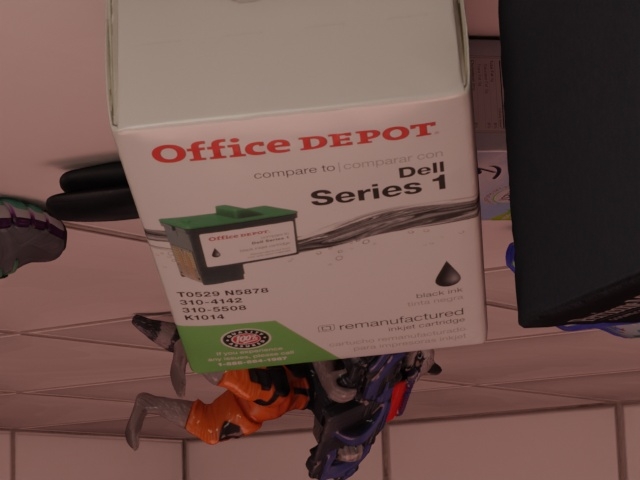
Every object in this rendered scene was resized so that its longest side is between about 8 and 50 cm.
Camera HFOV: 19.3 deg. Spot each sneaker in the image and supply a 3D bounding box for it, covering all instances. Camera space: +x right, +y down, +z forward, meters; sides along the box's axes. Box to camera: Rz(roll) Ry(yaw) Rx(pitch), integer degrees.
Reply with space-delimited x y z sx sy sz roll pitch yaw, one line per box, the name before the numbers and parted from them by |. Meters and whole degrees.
sneaker | -0.270 0.017 1.358 0.083 0.098 0.223 -9 168 34

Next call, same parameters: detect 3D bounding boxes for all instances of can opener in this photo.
can opener | -0.098 -0.039 1.240 0.186 0.073 0.059 -4 -151 32

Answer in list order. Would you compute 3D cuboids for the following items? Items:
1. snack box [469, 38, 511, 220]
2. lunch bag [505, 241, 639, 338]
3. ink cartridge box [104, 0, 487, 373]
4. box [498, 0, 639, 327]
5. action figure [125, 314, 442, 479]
snack box | 0.042 -0.059 1.064 0.207 0.070 0.174 -1 169 -9
lunch bag | 0.247 0.026 1.553 0.151 0.096 0.129 21 162 -31
ink cartridge box | -0.005 -0.034 0.897 0.160 0.093 0.219 -7 147 4
box | 0.264 -0.077 0.681 0.312 0.179 0.343 -1 170 -14
action figure | -0.019 0.121 2.013 0.330 0.178 0.341 -5 145 -24
